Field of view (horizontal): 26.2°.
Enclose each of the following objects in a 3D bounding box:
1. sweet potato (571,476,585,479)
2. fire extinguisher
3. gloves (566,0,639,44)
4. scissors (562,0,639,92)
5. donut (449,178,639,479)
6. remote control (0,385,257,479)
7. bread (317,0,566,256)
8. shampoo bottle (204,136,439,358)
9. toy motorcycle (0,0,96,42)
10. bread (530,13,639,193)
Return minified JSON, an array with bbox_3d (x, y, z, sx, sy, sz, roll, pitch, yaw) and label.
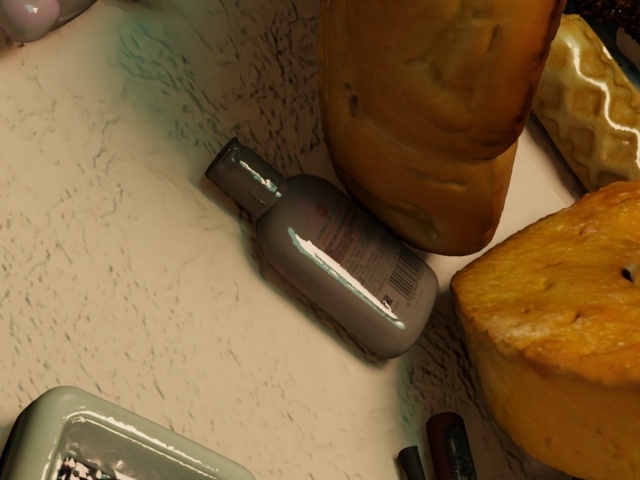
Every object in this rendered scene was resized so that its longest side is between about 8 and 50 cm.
[{"bbox_3d":[0.315,0.230,0.894,0.370,0.158,0.157,33,47,-28],"label":"sweet potato"},{"bbox_3d":[0.074,0.150,0.823,0.046,0.032,0.100,25,43,-39],"label":"fire extinguisher"},{"bbox_3d":[0.276,-0.234,1.123,0.312,0.135,0.210,16,52,-32],"label":"gloves"},{"bbox_3d":[0.239,-0.134,1.139,0.125,0.030,0.256,-7,65,-42],"label":"scissors"},{"bbox_3d":[0.232,0.056,0.866,0.303,0.303,0.110,-32,123,-46],"label":"donut"},{"bbox_3d":[-0.113,0.212,0.615,0.140,0.056,0.296,29,48,-20],"label":"remote control"},{"bbox_3d":[0.082,-0.182,0.866,0.148,0.328,0.337,14,56,4],"label":"bread"},{"bbox_3d":[0.000,0.000,0.853,0.165,0.040,0.080,39,46,-12],"label":"shampoo bottle"},{"bbox_3d":[-0.167,-0.184,0.812,0.225,0.073,0.152,-3,67,-39],"label":"toy motorcycle"},{"bbox_3d":[0.265,-0.021,1.053,0.077,0.084,0.367,-33,88,-13],"label":"bread"}]
